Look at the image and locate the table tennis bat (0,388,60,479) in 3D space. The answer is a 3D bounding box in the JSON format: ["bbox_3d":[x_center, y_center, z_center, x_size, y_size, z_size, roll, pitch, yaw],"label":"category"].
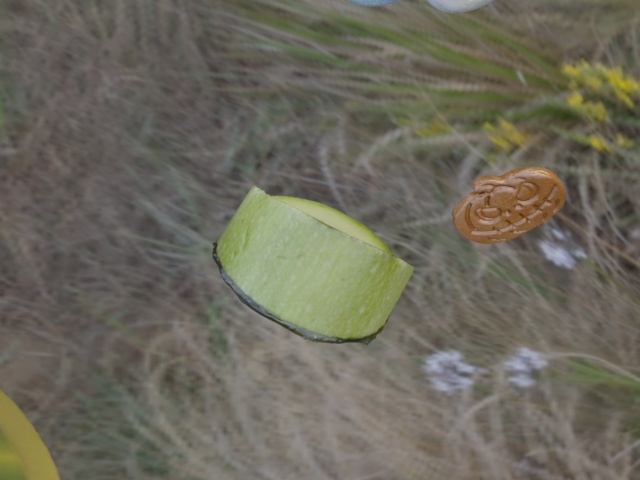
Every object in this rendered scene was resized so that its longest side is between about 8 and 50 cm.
[{"bbox_3d":[-0.165,0.037,0.486,0.198,0.321,0.050,21,107,-9],"label":"table tennis bat"}]

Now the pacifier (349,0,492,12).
[{"bbox_3d":[0.067,-0.338,1.387,0.233,0.244,0.299,34,76,30],"label":"pacifier"}]

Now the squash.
[{"bbox_3d":[-0.001,0.005,1.841,0.220,0.220,0.133,31,113,14],"label":"squash"}]

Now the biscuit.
[{"bbox_3d":[0.148,-0.028,1.316,0.091,0.078,0.015,-32,47,24],"label":"biscuit"}]
